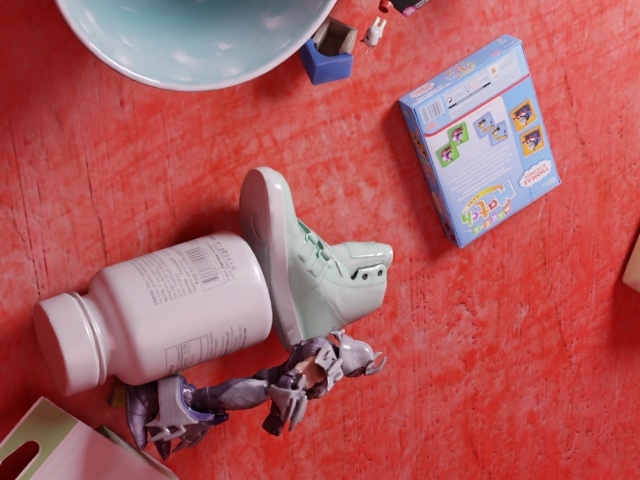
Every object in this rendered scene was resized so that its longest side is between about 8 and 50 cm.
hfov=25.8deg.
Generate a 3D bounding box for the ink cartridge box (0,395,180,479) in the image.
[{"bbox_3d":[-0.288,0.281,1.562,0.171,0.056,0.235,-50,124,-2],"label":"ink cartridge box"}]

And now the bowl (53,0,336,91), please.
[{"bbox_3d":[-0.136,-0.310,1.303,0.311,0.163,0.312,-13,118,-26],"label":"bowl"}]

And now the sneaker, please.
[{"bbox_3d":[0.000,0.000,1.575,0.151,0.094,0.256,-23,132,-13],"label":"sneaker"}]

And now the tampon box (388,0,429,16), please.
[{"bbox_3d":[0.078,-0.327,1.417,0.120,0.101,0.161,-34,147,22],"label":"tampon box"}]

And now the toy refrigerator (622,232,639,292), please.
[{"bbox_3d":[0.505,-0.049,1.862,0.102,0.094,0.270,4,111,-40],"label":"toy refrigerator"}]

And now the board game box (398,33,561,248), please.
[{"bbox_3d":[0.194,-0.116,1.673,0.160,0.039,0.211,-32,124,-14],"label":"board game box"}]

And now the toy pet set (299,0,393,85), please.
[{"bbox_3d":[0.002,-0.220,1.468,0.065,0.122,0.114,-62,173,-24],"label":"toy pet set"}]

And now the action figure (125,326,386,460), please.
[{"bbox_3d":[-0.063,0.164,1.531,0.285,0.185,0.099,-16,86,10],"label":"action figure"}]

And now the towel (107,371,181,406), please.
[{"bbox_3d":[-0.199,0.164,1.588,0.083,0.009,0.060,8,107,-33],"label":"towel"}]

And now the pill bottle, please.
[{"bbox_3d":[-0.179,0.081,1.484,0.229,0.131,0.131,-18,120,-23],"label":"pill bottle"}]
